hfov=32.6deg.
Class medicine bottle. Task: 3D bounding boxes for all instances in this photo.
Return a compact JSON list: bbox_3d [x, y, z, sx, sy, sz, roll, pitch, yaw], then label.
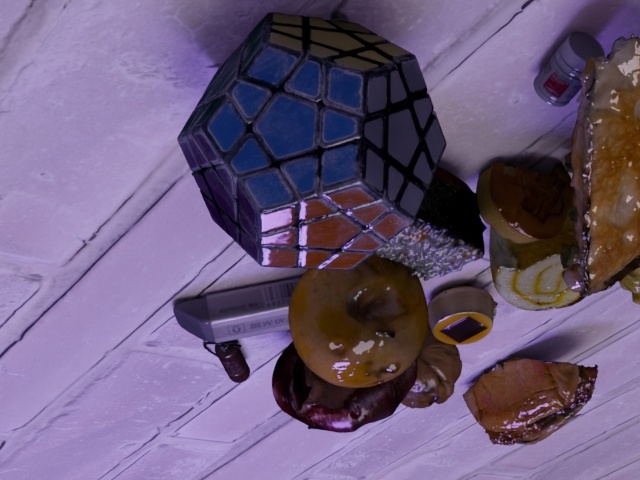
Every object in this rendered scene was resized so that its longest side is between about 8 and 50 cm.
[{"bbox_3d":[0.332,-0.228,1.463,0.058,0.058,0.091,2,146,-23],"label":"medicine bottle"}]

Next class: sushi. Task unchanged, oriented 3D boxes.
[{"bbox_3d":[0.146,-0.033,1.619,0.136,0.126,0.225,-25,139,35],"label":"sushi"}]

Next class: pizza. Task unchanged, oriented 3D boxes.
[{"bbox_3d":[0.462,-0.093,1.532,0.435,0.080,0.391,2,118,-35],"label":"pizza"}]

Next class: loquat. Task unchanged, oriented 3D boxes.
[{"bbox_3d":[0.057,0.120,1.729,0.244,0.243,0.244,-9,149,-6],"label":"loquat"}]

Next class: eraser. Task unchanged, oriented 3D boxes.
[{"bbox_3d":[-0.073,0.113,1.876,0.352,0.061,0.089,-11,150,-4],"label":"eraser"}]

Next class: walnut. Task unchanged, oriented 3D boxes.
[{"bbox_3d":[0.197,0.248,2.121,0.156,0.155,0.184,-16,144,5],"label":"walnut"}]

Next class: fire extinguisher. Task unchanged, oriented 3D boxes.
[{"bbox_3d":[-0.173,0.215,2.028,0.078,0.045,0.157,6,153,12],"label":"fire extinguisher"}]

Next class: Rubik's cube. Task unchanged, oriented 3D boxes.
[{"bbox_3d":[-0.010,-0.118,1.315,0.319,0.318,0.264,-18,174,9],"label":"Rubik's cube"}]

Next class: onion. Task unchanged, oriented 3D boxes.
[{"bbox_3d":[0.033,0.214,1.945,0.272,0.272,0.195,-19,112,11],"label":"onion"}]

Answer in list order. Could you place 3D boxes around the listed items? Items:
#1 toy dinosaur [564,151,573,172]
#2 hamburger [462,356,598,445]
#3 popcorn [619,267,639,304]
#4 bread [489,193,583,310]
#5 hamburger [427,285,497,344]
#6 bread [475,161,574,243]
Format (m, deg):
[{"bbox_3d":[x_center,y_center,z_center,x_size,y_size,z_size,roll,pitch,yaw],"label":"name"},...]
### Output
[{"bbox_3d":[0.493,-0.166,1.635,0.251,0.072,0.199,-20,157,-2],"label":"toy dinosaur"},{"bbox_3d":[0.446,0.339,2.348,0.155,0.245,0.282,13,-175,-44],"label":"hamburger"},{"bbox_3d":[0.581,-0.002,1.756,0.224,0.257,0.270,5,155,29],"label":"popcorn"},{"bbox_3d":[0.375,0.028,1.849,0.186,0.124,0.257,-7,151,3],"label":"bread"},{"bbox_3d":[0.264,0.135,2.020,0.141,0.081,0.126,18,137,-22],"label":"hamburger"},{"bbox_3d":[0.319,-0.056,1.687,0.156,0.125,0.086,-1,165,-27],"label":"bread"}]
